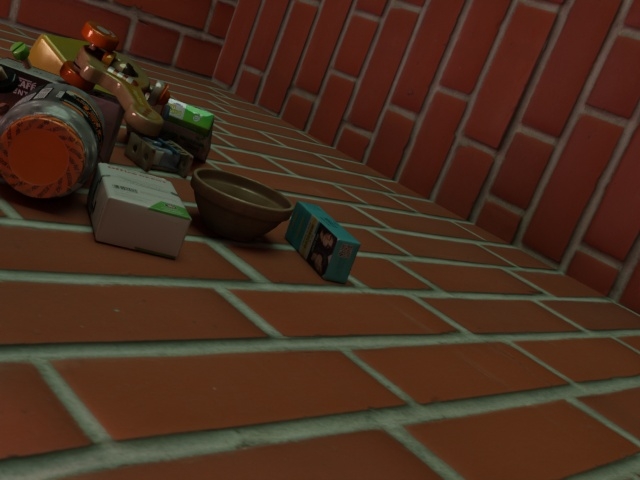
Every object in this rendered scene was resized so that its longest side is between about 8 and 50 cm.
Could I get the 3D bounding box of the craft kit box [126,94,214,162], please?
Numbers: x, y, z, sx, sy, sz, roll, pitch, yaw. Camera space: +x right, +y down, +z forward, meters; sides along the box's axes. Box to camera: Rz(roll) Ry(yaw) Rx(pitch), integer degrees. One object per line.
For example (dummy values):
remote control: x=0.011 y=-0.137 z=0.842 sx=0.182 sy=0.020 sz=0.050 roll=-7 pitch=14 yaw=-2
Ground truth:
craft kit box: x=-0.430 y=-0.328 z=2.246 sx=0.250 sy=0.060 sz=0.246 roll=20 pitch=-16 yaw=-5

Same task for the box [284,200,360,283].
box: x=0.000 y=0.000 z=1.818 sx=0.060 sy=0.100 sz=0.244 roll=12 pitch=17 yaw=-29

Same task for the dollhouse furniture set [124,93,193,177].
dollhouse furniture set: x=-0.403 y=-0.276 z=2.073 sx=0.129 sy=0.183 sz=0.129 roll=6 pitch=21 yaw=-45

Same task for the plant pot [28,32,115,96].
plant pot: x=-0.662 y=-0.391 z=2.101 sx=0.187 sy=0.212 sz=0.212 roll=46 pitch=20 yaw=11

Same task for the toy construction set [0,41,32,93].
toy construction set: x=-0.813 y=-0.376 z=1.626 sx=0.309 sy=0.257 sz=0.237 roll=9 pitch=-31 yaw=11

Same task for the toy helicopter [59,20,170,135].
toy helicopter: x=-0.420 y=-0.330 z=1.776 sx=0.235 sy=0.140 sz=0.355 roll=19 pitch=25 yaw=-42

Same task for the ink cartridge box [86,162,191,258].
ink cartridge box: x=-0.357 y=-0.062 z=1.541 sx=0.160 sy=0.092 sz=0.219 roll=15 pitch=15 yaw=-25

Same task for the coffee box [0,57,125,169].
coffee box: x=-0.627 y=-0.298 z=1.867 sx=0.297 sy=0.168 sz=0.119 roll=20 pitch=15 yaw=-10

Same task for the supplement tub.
supplement tub: x=-0.536 y=-0.198 z=1.583 sx=0.194 sy=0.193 sz=0.316 roll=17 pitch=16 yaw=-16

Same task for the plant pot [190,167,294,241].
plant pot: x=-0.186 y=-0.069 z=1.781 sx=0.237 sy=0.109 sz=0.237 roll=19 pitch=15 yaw=-5
